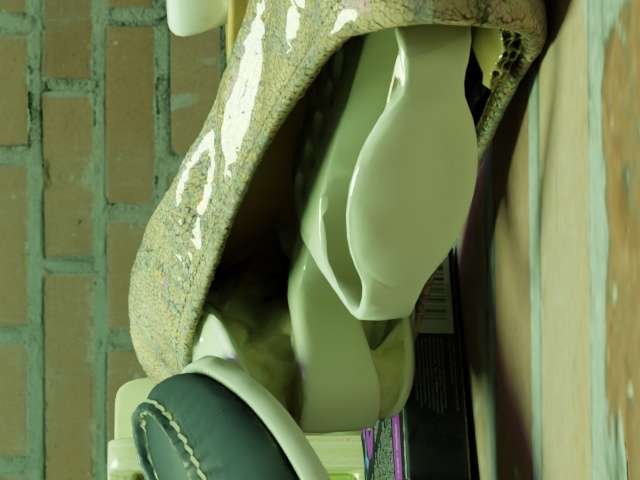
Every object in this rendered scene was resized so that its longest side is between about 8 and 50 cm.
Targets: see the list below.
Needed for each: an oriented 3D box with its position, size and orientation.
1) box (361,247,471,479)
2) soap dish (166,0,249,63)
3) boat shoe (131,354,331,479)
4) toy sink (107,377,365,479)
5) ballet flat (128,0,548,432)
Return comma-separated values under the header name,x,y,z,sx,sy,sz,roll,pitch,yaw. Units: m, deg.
name,x,y,z,sx,sy,sz,roll,pitch,yaw
box,0.038,0.093,0.777,0.162,0.029,0.116,98,172,-56
soap dish,-0.019,-0.246,0.917,0.291,0.118,0.229,-96,7,-56
boat shoe,-0.013,0.144,0.571,0.095,0.079,0.254,92,154,-54
toy sink,-0.042,0.174,1.040,0.131,0.153,0.234,101,169,-70
ballet flat,0.000,0.000,0.634,0.316,0.108,0.106,105,154,-49
